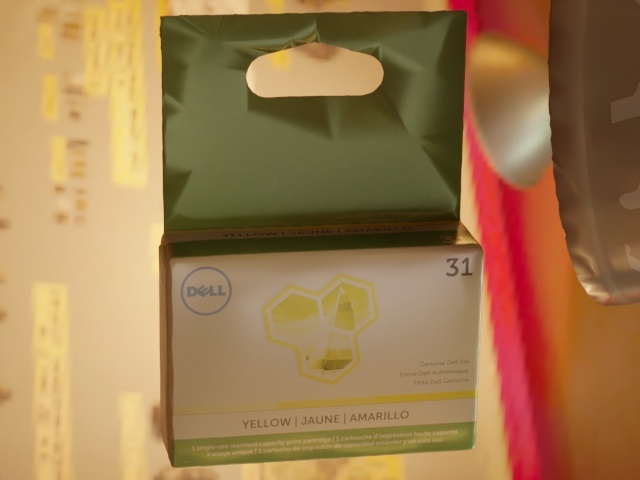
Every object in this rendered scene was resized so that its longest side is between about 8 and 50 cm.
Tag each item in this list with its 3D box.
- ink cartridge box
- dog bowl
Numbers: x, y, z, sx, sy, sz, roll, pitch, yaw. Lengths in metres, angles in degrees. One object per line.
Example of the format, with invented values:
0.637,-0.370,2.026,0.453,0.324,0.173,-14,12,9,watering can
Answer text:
0.000,0.000,0.955,0.056,0.171,0.235,-116,-154,-68,ink cartridge box
0.221,-0.130,0.968,0.102,0.349,0.348,6,-91,24,dog bowl
